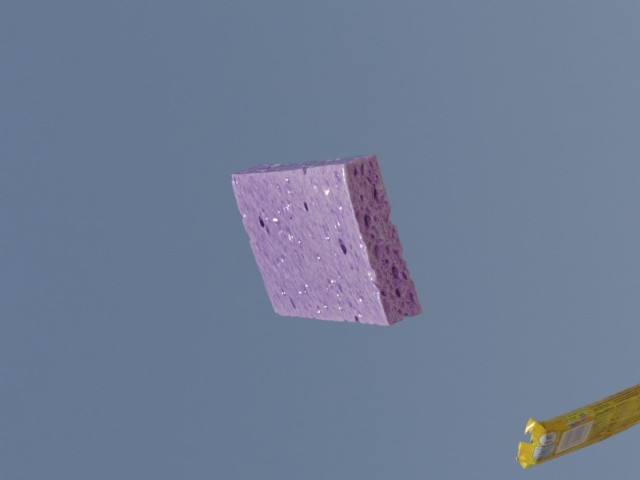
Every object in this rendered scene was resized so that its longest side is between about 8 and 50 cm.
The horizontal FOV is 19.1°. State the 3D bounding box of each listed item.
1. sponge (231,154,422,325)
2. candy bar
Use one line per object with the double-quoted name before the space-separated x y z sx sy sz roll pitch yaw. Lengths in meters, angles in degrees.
"sponge" 0.000 0.000 1.385 0.031 0.210 0.117 -21 -81 -22
"candy bar" 0.191 0.123 1.317 0.161 0.018 0.040 -14 -52 -44
